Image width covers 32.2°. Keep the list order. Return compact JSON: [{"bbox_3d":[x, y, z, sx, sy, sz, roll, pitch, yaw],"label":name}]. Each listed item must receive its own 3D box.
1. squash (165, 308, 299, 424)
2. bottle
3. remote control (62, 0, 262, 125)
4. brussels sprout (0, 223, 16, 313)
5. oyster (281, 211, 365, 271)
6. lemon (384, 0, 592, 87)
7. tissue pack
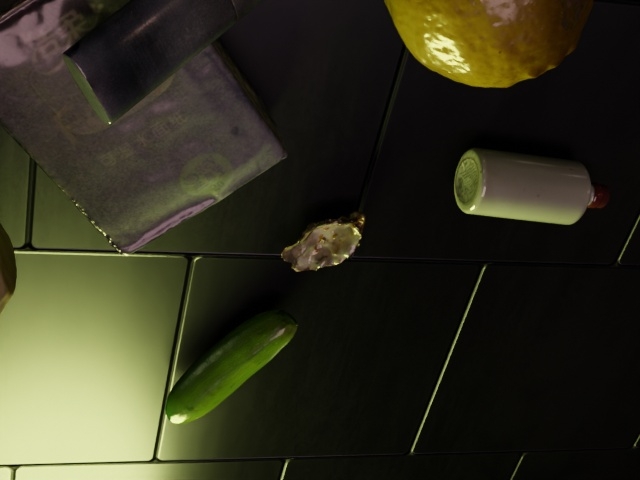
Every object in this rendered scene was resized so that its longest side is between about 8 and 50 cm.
[{"bbox_3d":[-0.152,0.207,1.852,0.292,0.082,0.082,-41,128,18],"label":"squash"},{"bbox_3d":[0.337,-0.081,1.727,0.245,0.104,0.104,5,128,-19],"label":"bottle"},{"bbox_3d":[-0.140,-0.292,1.325,0.377,0.044,0.107,-44,137,-21],"label":"remote control"},{"bbox_3d":[-0.549,0.072,1.508,0.294,0.259,0.227,-25,125,7],"label":"brussels sprout"},{"bbox_3d":[0.009,-0.003,1.735,0.148,0.051,0.103,-21,144,14],"label":"oyster"},{"bbox_3d":[0.196,-0.345,1.358,0.285,0.285,0.316,-37,98,16],"label":"lemon"},{"bbox_3d":[-0.258,-0.193,1.448,0.288,0.124,0.394,-30,131,5],"label":"tissue pack"}]
